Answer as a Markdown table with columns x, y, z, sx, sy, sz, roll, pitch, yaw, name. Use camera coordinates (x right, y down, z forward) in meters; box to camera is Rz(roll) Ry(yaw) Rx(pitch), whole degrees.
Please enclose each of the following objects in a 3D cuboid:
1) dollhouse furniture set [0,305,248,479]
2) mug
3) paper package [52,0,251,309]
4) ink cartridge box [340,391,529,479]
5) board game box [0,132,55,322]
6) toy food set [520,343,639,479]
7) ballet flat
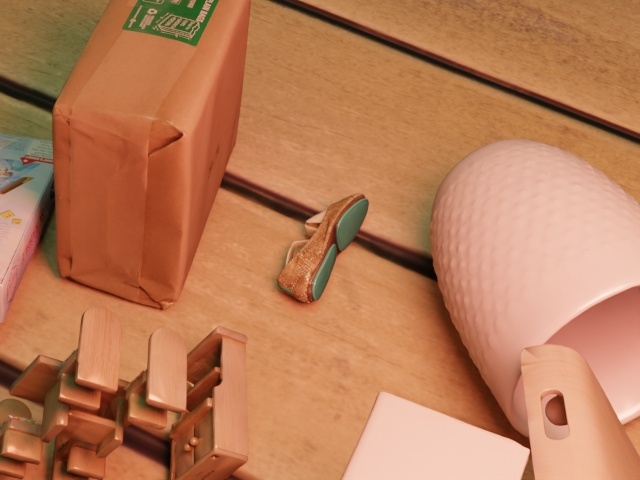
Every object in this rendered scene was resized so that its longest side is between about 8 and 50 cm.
| x | y | z | sx | sy | sz | roll | pitch | yaw | name |
| --- | --- | --- | --- | --- | --- | --- | --- | --- | --- |
| -0.207 | 0.161 | 1.164 | 0.242 | 0.212 | 0.161 | 23 | 43 | -29 | dollhouse furniture set |
| 0.318 | 0.048 | 1.355 | 0.374 | 0.276 | 0.328 | 18 | 31 | -37 | mug |
| -0.210 | -0.141 | 1.361 | 0.168 | 0.309 | 0.325 | 14 | 46 | 1 | paper package |
| 0.039 | 0.377 | 0.971 | 0.160 | 0.279 | 0.385 | 21 | 48 | 10 | ink cartridge box |
| -0.511 | -0.041 | 1.336 | 0.318 | 0.066 | 0.318 | 9 | 36 | -3 | board game box |
| 0.285 | 0.282 | 1.088 | 0.092 | 0.306 | 0.220 | -25 | 26 | 19 | toy food set |
| 0.000 | 0.000 | 1.442 | 0.067 | 0.073 | 0.206 | 13 | 42 | 20 | ballet flat |
